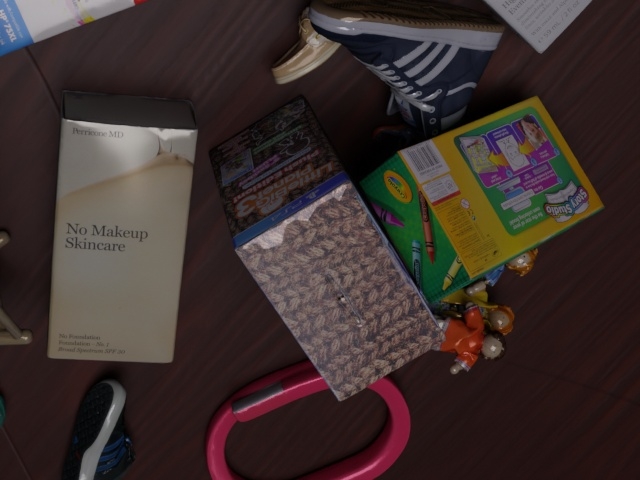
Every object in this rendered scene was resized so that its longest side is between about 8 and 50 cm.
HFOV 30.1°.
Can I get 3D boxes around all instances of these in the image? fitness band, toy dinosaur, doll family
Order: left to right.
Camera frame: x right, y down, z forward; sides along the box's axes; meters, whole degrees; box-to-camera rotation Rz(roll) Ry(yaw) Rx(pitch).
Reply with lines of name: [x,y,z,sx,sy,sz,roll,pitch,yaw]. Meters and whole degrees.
fitness band: [-0.019,0.270,1.651,0.290,0.054,0.209,-21,120,0]
toy dinosaur: [0.109,-0.137,1.502,0.082,0.047,0.090,24,75,-11]
doll family: [0.199,0.042,1.567,0.163,0.118,0.263,12,94,-10]

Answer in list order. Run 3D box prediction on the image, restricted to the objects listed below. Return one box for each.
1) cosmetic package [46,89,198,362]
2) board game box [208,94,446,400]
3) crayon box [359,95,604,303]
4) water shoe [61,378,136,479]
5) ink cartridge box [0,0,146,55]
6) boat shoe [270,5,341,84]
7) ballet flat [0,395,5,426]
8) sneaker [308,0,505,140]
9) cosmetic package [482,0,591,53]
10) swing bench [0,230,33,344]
cosmetic package: [-0.243,-0.014,1.437,0.160,0.113,0.310,2,115,-12]
board game box: [0.000,0.000,1.391,0.141,0.291,0.232,-31,116,4]
crayon box: [0.196,-0.054,1.403,0.081,0.278,0.165,-37,80,48]
water shoe: [-0.286,0.269,1.595,0.080,0.073,0.203,5,120,-37]
ink cartridge box: [-0.258,-0.288,1.292,0.231,0.134,0.078,-20,116,-1]
boat shoe: [0.002,-0.253,1.405,0.170,0.063,0.059,-40,114,-2]
ballet flat: [-0.521,0.205,1.496,0.247,0.087,0.083,14,112,-17]
sneaker: [0.088,-0.199,1.384,0.282,0.099,0.153,-2,122,-40]
cosmetic package: [0.209,-0.340,1.390,0.231,0.085,0.117,36,103,-25]
swing bench: [-0.489,0.040,1.322,0.254,0.165,0.253,-18,154,-4]
